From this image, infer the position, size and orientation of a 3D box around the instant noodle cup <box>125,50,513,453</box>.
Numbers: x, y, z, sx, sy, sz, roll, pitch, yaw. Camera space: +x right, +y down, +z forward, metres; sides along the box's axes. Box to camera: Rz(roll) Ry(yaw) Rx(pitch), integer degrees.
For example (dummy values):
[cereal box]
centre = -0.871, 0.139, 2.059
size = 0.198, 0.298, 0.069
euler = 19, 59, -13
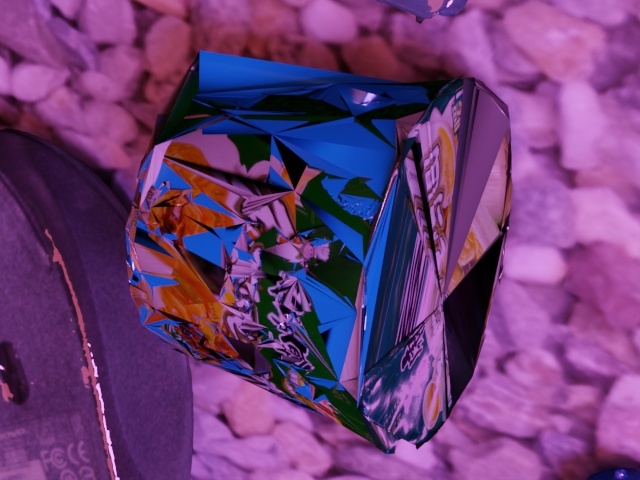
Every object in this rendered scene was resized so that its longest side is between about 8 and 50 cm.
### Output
[instant noodle cup]
centre = 0.000, 0.000, 0.600
size = 0.178, 0.240, 0.240
euler = 12, 111, 25

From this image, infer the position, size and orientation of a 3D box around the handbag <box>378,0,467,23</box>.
[handbag]
centre = 0.056, -0.259, 0.584
size = 0.144, 0.057, 0.221
euler = 26, 116, 19

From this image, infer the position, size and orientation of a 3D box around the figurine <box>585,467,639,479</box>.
[figurine]
centre = 0.208, 0.226, 0.672
size = 0.087, 0.086, 0.149
euler = 53, 140, 44

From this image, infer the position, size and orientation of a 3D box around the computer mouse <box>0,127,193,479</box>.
[computer mouse]
centre = -0.210, 0.091, 0.762
size = 0.203, 0.114, 0.374
euler = -14, 94, 27
